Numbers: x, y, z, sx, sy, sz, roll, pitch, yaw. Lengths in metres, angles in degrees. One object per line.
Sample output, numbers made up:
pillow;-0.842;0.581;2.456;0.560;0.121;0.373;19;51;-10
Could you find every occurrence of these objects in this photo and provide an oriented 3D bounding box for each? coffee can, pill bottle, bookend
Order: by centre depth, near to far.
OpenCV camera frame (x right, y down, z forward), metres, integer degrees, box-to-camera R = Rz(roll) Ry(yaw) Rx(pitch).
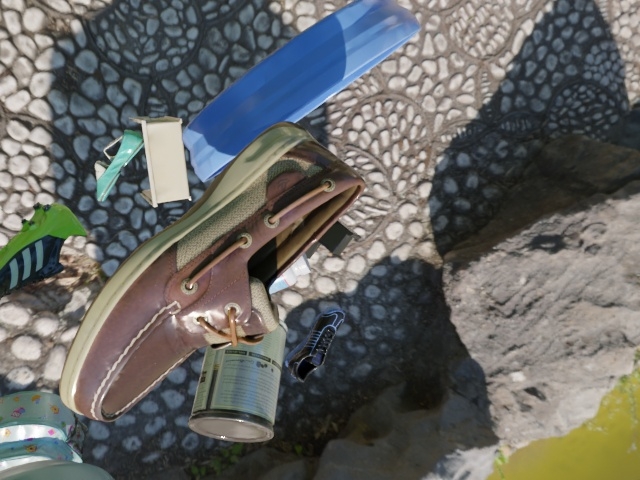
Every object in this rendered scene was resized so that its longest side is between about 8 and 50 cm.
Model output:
pill bottle;-0.106;0.068;1.117;0.160;0.087;0.087;-23;98;4
coffee can;-0.197;0.334;1.292;0.202;0.201;0.275;19;54;-18
bookend;0.000;0.000;1.433;0.157;0.072;0.156;40;99;22

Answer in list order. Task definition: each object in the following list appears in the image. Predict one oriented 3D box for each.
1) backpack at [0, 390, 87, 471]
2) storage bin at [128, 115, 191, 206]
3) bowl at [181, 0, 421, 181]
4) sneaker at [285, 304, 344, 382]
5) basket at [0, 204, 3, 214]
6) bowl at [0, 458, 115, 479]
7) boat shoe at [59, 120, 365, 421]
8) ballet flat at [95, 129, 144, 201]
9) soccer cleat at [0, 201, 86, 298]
backpack;-0.563;0.385;1.008;0.166;0.144;0.188;-7;125;-7
storage bin;-0.528;-0.269;1.697;0.123;0.260;0.262;-12;110;-26
bowl;-0.037;-0.227;0.776;0.391;0.391;0.077;-38;101;-14
sneaker;-0.003;0.291;1.451;0.081;0.090;0.232;36;92;-31
basket;-1.032;-0.143;1.256;0.266;0.331;0.328;41;65;14
bowl;-0.317;0.356;0.550;0.312;0.311;0.163;-26;54;-21
boat shoe;-0.090;0.044;0.488;0.123;0.123;0.342;37;78;20
ballet flat;-0.647;-0.242;1.622;0.087;0.083;0.247;35;92;-20
soccer cleat;-0.353;0.034;0.612;0.178;0.060;0.072;-54;134;-22
